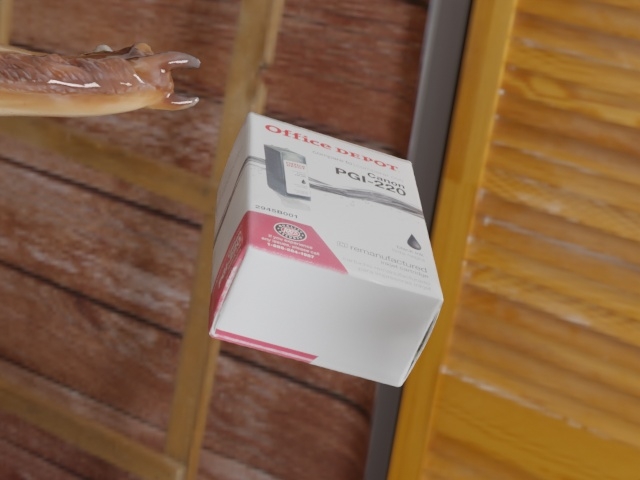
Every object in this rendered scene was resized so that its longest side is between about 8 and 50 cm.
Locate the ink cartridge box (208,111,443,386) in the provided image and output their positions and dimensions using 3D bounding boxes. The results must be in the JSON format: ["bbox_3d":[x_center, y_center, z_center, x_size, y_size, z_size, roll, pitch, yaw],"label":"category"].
[{"bbox_3d":[0.000,0.000,0.918,0.158,0.092,0.218,16,28,-13],"label":"ink cartridge box"}]

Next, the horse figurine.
[{"bbox_3d":[-0.194,-0.077,0.376,0.263,0.066,0.174,16,2,-45],"label":"horse figurine"}]
